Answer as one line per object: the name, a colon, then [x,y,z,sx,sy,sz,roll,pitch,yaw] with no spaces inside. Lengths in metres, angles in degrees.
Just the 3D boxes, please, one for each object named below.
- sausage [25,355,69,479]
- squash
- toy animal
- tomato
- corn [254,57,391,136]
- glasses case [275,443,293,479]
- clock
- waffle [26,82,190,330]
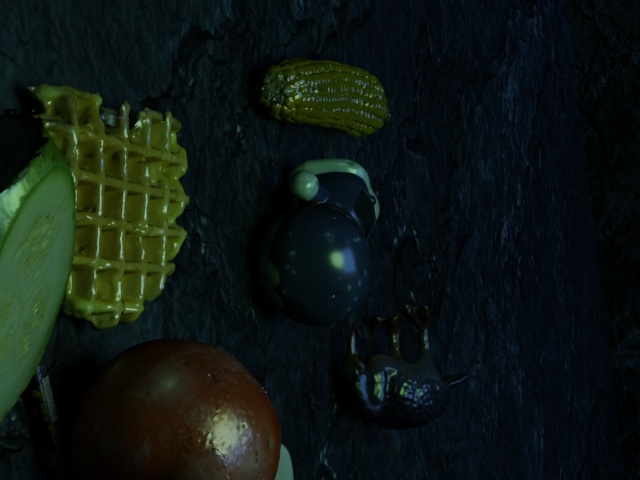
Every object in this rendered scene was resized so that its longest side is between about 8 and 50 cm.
sausage: [-0.264,0.139,1.232,0.028,0.025,0.198,-119,-162,-73]
squash: [-0.250,0.045,1.081,0.260,0.189,0.189,67,30,-31]
toy animal: [0.126,0.203,1.997,0.298,0.122,0.185,37,48,-52]
tomato: [-0.138,0.192,1.288,0.184,0.208,0.208,-70,147,-51]
corn: [0.006,-0.202,1.813,0.313,0.102,0.102,3,84,-66]
glasses case: [-0.068,0.348,1.612,0.081,0.051,0.204,21,68,-55]
clock: [0.000,0.000,1.722,0.243,0.146,0.200,-75,155,-51]
waffle: [-0.215,-0.051,1.330,0.309,0.065,0.283,-68,146,-47]
